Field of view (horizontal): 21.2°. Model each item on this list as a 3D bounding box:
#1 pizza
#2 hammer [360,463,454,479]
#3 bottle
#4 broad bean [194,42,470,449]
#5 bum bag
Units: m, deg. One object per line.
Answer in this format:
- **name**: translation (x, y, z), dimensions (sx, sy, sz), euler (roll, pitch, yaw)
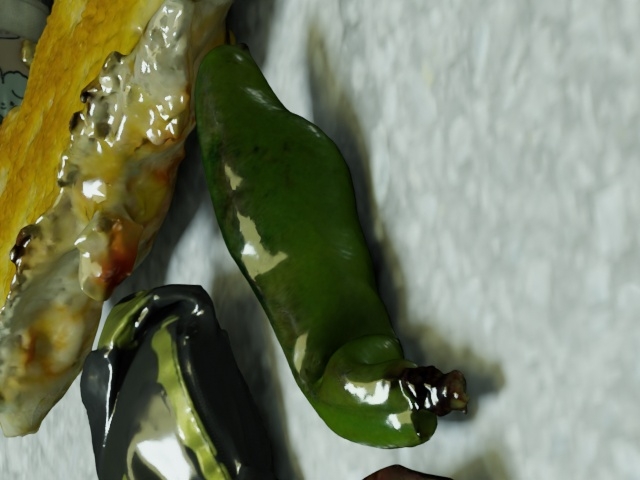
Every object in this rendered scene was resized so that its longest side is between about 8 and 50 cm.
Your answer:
- **pizza**: translation (-0.100, -0.055, 0.797), dimensions (0.189, 0.071, 0.297), euler (-98, 27, -47)
- **hammer**: translation (0.068, 0.244, 0.475), dimensions (0.242, 0.095, 0.408), euler (122, 144, -47)
- **bottle**: translation (-0.195, -0.107, 0.960), dimensions (0.099, 0.099, 0.152), euler (-24, 67, 62)
- **broad bean**: translation (-0.003, 0.008, 0.628), dimensions (0.061, 0.046, 0.195), euler (-59, 44, 29)
- **bum bag**: translation (-0.049, 0.122, 0.707), dimensions (0.106, 0.060, 0.232), euler (-50, 49, 41)
